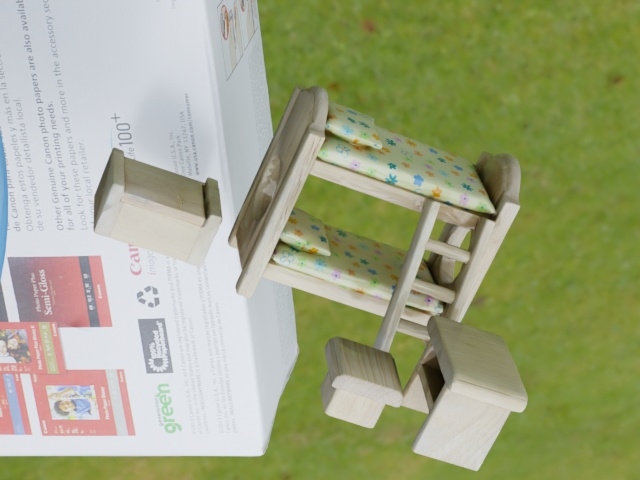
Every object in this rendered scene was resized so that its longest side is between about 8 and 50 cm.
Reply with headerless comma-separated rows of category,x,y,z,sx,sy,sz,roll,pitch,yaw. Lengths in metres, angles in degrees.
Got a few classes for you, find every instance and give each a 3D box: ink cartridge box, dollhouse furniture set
ink cartridge box,-0.168,-0.041,0.951,0.272,0.309,0.130,-1,-155,10
dollhouse furniture set,0.000,0.000,0.775,0.182,0.161,0.101,18,114,-17

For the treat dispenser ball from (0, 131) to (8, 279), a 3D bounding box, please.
treat dispenser ball,-0.264,-0.014,0.646,0.288,0.288,0.288,-23,161,-8
